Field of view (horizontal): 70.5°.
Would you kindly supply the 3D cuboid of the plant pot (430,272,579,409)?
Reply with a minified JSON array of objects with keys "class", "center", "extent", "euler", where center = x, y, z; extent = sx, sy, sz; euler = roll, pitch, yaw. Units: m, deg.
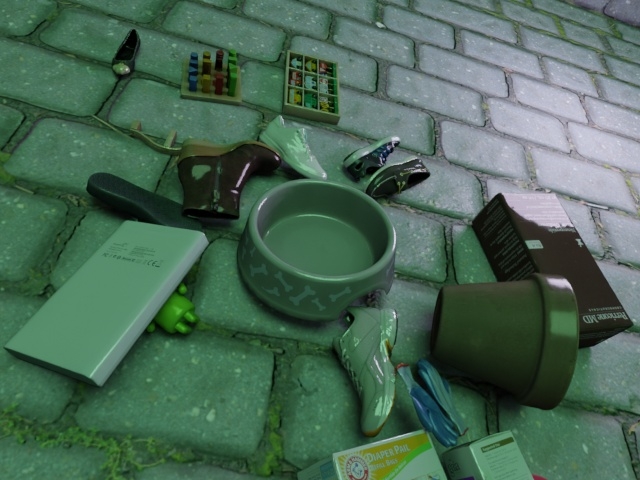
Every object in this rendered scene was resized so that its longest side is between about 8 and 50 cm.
[{"class":"plant pot","center":[0.347,0.181,0.906],"extent":[0.229,0.263,0.263],"euler":[10,51,9]}]

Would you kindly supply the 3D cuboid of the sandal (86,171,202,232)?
[{"class":"sandal","center":[-0.360,-0.060,0.944],"extent":[0.254,0.054,0.097],"euler":[29,28,0]}]

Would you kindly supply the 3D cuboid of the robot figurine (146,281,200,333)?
[{"class":"robot figurine","center":[-0.279,0.123,0.830],"extent":[0.115,0.067,0.101],"euler":[37,83,9]}]

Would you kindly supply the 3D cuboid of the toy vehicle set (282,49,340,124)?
[{"class":"toy vehicle set","center":[-0.027,-0.462,1.358],"extent":[0.166,0.035,0.267],"euler":[8,53,-13]}]

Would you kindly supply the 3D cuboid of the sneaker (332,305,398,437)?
[{"class":"sneaker","center":[0.077,0.238,0.862],"extent":[0.121,0.099,0.262],"euler":[11,45,-1]}]

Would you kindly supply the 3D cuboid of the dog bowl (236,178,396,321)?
[{"class":"dog bowl","center":[0.000,0.000,0.956],"extent":[0.349,0.102,0.349],"euler":[6,44,-6]}]

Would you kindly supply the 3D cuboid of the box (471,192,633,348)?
[{"class":"box","center":[0.545,0.067,1.105],"extent":[0.191,0.143,0.381],"euler":[-2,58,-20]}]

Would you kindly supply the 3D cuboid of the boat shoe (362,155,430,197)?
[{"class":"boat shoe","center":[0.205,-0.160,1.188],"extent":[0.228,0.081,0.068],"euler":[-29,65,-36]}]

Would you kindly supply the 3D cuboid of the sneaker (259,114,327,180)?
[{"class":"sneaker","center":[-0.055,-0.232,1.133],"extent":[0.212,0.094,0.080],"euler":[41,13,12]}]

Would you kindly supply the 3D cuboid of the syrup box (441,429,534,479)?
[{"class":"syrup box","center":[0.294,0.437,0.711],"extent":[0.096,0.093,0.237],"euler":[-7,60,-24]}]

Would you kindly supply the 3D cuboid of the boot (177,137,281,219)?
[{"class":"boot","center":[-0.196,-0.130,1.027],"extent":[0.248,0.090,0.207],"euler":[2,57,-25]}]

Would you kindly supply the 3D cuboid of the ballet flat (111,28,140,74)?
[{"class":"ballet flat","center":[-0.523,-0.504,1.213],"extent":[0.057,0.049,0.173],"euler":[6,54,-13]}]

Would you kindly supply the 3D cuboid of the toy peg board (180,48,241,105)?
[{"class":"toy peg board","center":[-0.296,-0.463,1.241],"extent":[0.160,0.079,0.161],"euler":[3,54,-17]}]

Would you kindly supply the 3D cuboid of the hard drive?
[{"class":"hard drive","center":[-0.361,0.089,0.793],"extent":[0.203,0.040,0.307],"euler":[8,48,23]}]

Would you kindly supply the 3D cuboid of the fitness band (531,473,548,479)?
[{"class":"fitness band","center":[0.337,0.537,0.753],"extent":[0.291,0.054,0.209],"euler":[-33,73,-33]}]

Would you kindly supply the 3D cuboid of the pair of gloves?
[{"class":"pair of gloves","center":[0.212,0.291,0.834],"extent":[0.198,0.023,0.159],"euler":[15,40,-56]}]

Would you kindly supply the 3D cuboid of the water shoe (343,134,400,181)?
[{"class":"water shoe","center":[0.150,-0.221,1.235],"extent":[0.203,0.073,0.080],"euler":[-29,90,-28]}]

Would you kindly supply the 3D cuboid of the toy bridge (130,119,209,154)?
[{"class":"toy bridge","center":[-0.362,-0.238,1.090],"extent":[0.188,0.026,0.063],"euler":[14,55,-9]}]

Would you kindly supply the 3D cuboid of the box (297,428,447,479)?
[{"class":"box","center":[0.084,0.380,0.707],"extent":[0.203,0.114,0.103],"euler":[4,52,-35]}]
